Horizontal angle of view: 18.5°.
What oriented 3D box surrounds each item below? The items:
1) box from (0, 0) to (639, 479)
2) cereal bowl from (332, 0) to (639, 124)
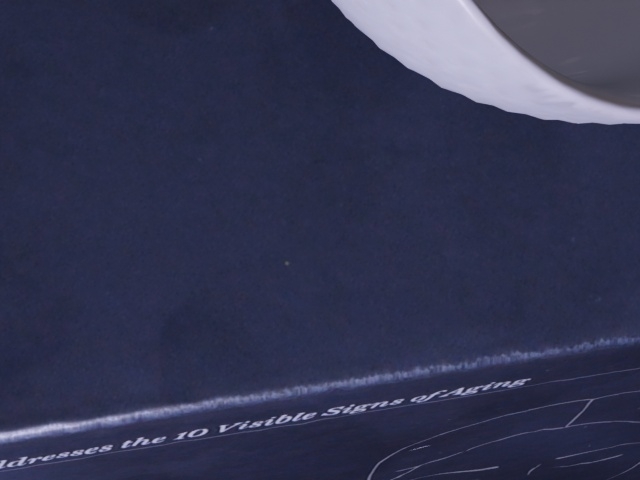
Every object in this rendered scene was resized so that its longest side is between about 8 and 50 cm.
[{"bbox_3d":[0.000,0.000,1.056,0.479,0.297,0.472,-8,163,-11],"label":"box"},{"bbox_3d":[0.079,-0.212,0.769,0.339,0.339,0.141,19,167,-42],"label":"cereal bowl"}]
